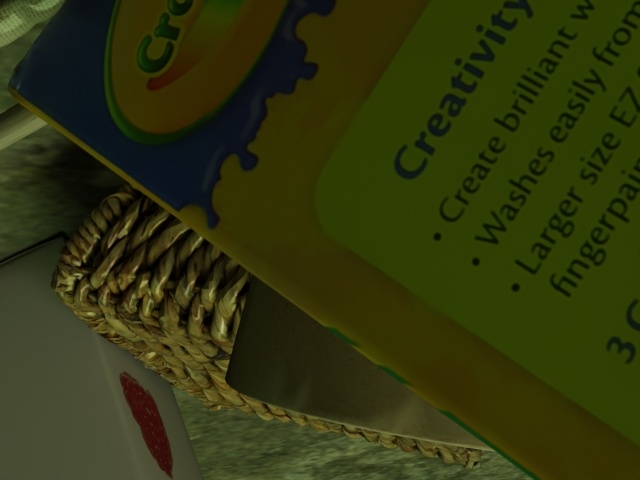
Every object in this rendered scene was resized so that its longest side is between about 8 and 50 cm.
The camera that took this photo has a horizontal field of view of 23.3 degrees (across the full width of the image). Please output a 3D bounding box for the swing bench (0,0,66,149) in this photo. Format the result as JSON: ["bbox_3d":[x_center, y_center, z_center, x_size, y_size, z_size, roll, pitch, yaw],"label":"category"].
[{"bbox_3d":[-0.183,-0.140,0.560,0.253,0.165,0.254,-28,153,11],"label":"swing bench"}]

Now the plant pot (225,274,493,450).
[{"bbox_3d":[0.102,-0.055,0.700,0.256,0.274,0.256,8,-179,0],"label":"plant pot"}]

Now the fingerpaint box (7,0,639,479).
[{"bbox_3d":[0.178,-0.125,0.469,0.445,0.371,0.163,-57,149,2],"label":"fingerpaint box"}]

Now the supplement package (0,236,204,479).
[{"bbox_3d":[-0.174,0.181,1.027,0.175,0.293,0.177,-25,154,4],"label":"supplement package"}]

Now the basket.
[{"bbox_3d":[0.000,0.000,1.003,0.223,0.214,0.299,11,164,22],"label":"basket"}]
